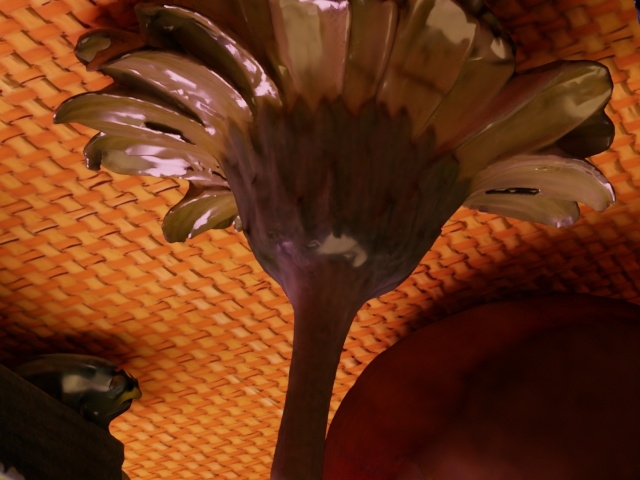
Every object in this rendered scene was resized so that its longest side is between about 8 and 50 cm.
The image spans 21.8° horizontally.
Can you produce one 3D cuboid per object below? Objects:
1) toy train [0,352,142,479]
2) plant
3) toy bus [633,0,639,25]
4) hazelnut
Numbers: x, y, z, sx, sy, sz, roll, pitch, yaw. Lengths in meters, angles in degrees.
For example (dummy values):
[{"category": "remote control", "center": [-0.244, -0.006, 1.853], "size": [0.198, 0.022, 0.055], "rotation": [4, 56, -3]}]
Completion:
[{"category": "toy train", "center": [-0.314, 0.141, 1.219], "size": [0.272, 0.179, 0.442], "rotation": [-8, 153, 19]}, {"category": "plant", "center": [-0.001, -0.047, 0.913], "size": [0.306, 0.297, 0.261], "rotation": [2, 124, 16]}, {"category": "toy bus", "center": [0.291, -0.095, 0.933], "size": [0.246, 0.134, 0.113], "rotation": [18, 143, -41]}, {"category": "hazelnut", "center": [0.180, 0.199, 1.271], "size": [0.366, 0.365, 0.366], "rotation": [-5, 152, -3]}]
